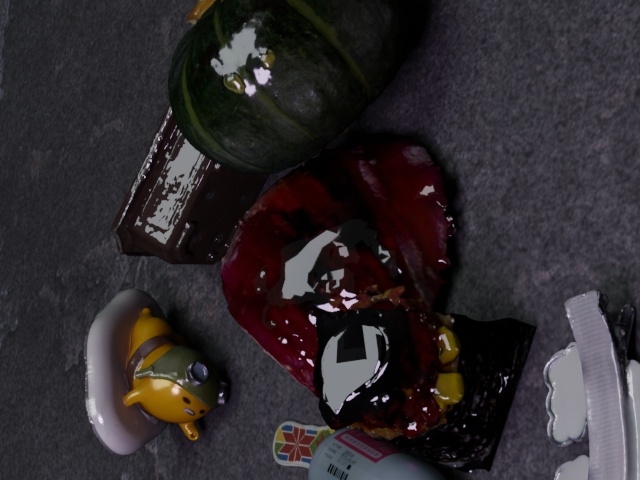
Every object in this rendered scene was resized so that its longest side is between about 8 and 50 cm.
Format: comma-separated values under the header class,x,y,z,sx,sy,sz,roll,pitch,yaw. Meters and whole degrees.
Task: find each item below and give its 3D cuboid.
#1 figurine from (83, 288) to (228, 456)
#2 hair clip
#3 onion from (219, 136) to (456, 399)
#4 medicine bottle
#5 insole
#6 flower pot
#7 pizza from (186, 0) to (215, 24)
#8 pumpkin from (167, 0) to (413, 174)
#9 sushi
class,x,y,z,sx,sy,sz,roll,pitch,yaw
figurine,-0.186,0.141,1.760,0.141,0.166,0.250,-21,43,23
hair clip,0.240,0.155,1.209,0.140,0.054,0.220,-21,62,44
onion,0.000,0.000,1.528,0.280,0.146,0.314,-60,33,17
medicine bottle,0.079,0.250,1.359,0.216,0.090,0.090,22,95,55
insole,0.003,0.224,1.550,0.193,0.006,0.065,-3,74,54
flower pot,-0.135,-0.069,1.749,0.084,0.179,0.251,36,108,29
pizza,-0.109,-0.301,1.899,0.262,0.034,0.181,-37,48,41
pumpkin,-0.030,-0.196,1.556,0.300,0.207,0.300,-37,14,11
sushi,0.070,0.119,1.325,0.172,0.150,0.153,19,93,35
